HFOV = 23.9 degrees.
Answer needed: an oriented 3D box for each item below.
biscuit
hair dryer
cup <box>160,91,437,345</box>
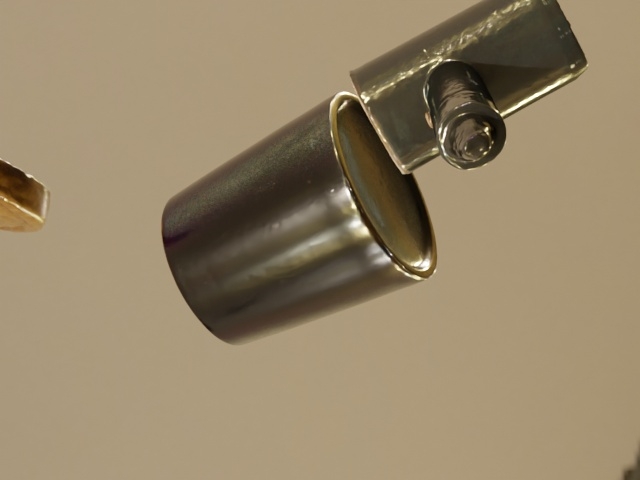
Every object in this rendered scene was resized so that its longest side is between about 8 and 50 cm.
[{"bbox_3d":[-0.368,-0.069,1.293,0.257,0.273,0.049,34,-109,-48],"label":"biscuit"},{"bbox_3d":[0.088,-0.076,0.791,0.070,0.128,0.255,60,-173,-12],"label":"hair dryer"},{"bbox_3d":[0.000,0.011,1.267,0.239,0.177,0.166,45,-153,-41],"label":"cup"}]
